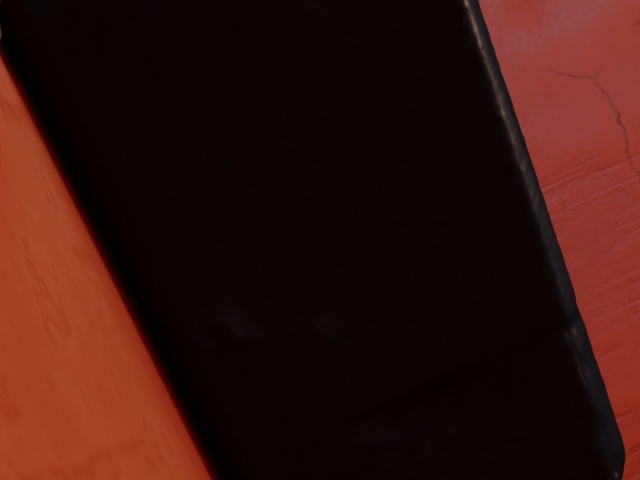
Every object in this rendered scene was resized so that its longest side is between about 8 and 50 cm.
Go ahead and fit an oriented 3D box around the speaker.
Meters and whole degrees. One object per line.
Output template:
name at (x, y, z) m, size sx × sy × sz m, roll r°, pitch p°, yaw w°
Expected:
speaker at (0.000, 0.000, 0.705) m, size 0.184 × 0.180 × 0.388 m, roll -127°, pitch -167°, yaw -66°
